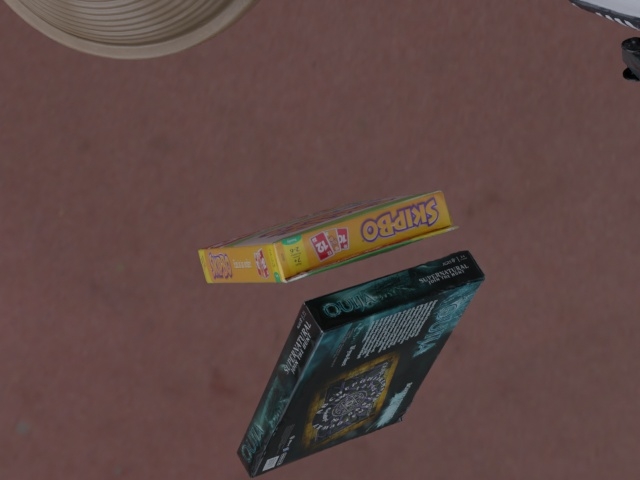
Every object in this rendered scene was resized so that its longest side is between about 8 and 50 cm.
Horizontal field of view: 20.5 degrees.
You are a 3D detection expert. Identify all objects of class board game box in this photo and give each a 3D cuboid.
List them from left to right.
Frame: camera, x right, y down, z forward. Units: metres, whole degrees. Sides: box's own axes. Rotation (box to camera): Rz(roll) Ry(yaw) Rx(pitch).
[{"bbox_3d":[0.000,0.000,1.260,0.124,0.259,0.039,-18,96,-16],"label":"board game box"},{"bbox_3d":[0.023,0.083,1.156,0.126,0.026,0.186,-17,152,-29],"label":"board game box"}]

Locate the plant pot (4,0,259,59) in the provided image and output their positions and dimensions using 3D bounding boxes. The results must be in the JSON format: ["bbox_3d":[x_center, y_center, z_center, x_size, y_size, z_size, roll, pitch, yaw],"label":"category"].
[{"bbox_3d":[-0.138,-0.229,1.151,0.237,0.110,0.237,3,107,11],"label":"plant pot"}]

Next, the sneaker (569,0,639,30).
[{"bbox_3d":[0.108,-0.201,1.027,0.366,0.210,0.137,19,106,43],"label":"sneaker"}]

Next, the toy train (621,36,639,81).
[{"bbox_3d":[0.199,-0.060,0.889,0.036,0.158,0.027,-17,130,-9],"label":"toy train"}]
